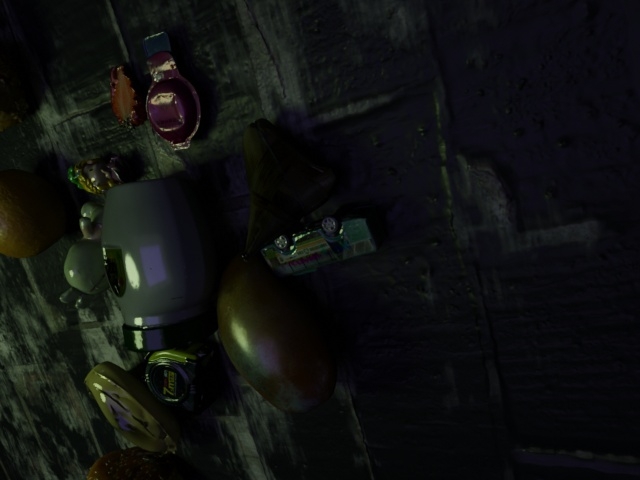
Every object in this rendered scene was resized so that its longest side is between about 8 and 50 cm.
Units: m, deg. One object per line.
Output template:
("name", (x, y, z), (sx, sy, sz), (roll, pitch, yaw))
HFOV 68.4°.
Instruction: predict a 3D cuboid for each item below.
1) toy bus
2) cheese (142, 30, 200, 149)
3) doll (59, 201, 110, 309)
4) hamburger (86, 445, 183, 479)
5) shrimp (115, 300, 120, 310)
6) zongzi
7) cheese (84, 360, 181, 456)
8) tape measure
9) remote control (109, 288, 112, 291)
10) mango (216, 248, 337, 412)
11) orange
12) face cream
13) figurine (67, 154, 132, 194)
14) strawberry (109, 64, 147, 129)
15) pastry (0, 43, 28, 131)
("toy bus", (0.000, 0.000, 0.973), (0.261, 0.091, 0.109), (-17, 106, 30))
("cheese", (-0.331, -0.322, 1.032), (0.155, 0.062, 0.245), (-5, 103, 25))
("doll", (-0.541, 0.025, 1.144), (0.113, 0.155, 0.275), (-6, 64, 22))
("hamburger", (-0.540, 0.721, 1.376), (0.285, 0.243, 0.147), (13, 111, 4))
("shrimp", (-0.495, 0.128, 1.275), (0.124, 0.034, 0.179), (23, 106, 14))
("zongzi", (-0.123, -0.104, 0.924), (0.221, 0.242, 0.112), (44, 162, 15))
("cheese", (-0.512, 0.477, 1.316), (0.315, 0.128, 0.260), (40, 153, 12))
("tape measure", (-0.367, 0.344, 1.245), (0.186, 0.112, 0.199), (10, 105, 14))
("remote control", (-0.503, 0.117, 1.222), (0.265, 0.066, 0.090), (34, 107, 8))
("mango", (-0.105, 0.200, 1.028), (0.221, 0.198, 0.384), (-33, 83, 48))
("orange", (-0.794, -0.071, 1.241), (0.236, 0.236, 0.237), (8, 110, 22))
("face cream", (-0.358, 0.047, 1.060), (0.312, 0.219, 0.358), (-2, 99, 47))
("figurine", (-0.548, -0.147, 1.179), (0.156, 0.095, 0.115), (-8, 126, 9))
("strawberry", (-0.444, -0.330, 1.093), (0.103, 0.048, 0.152), (-7, 90, 34))
("pastry", (-0.865, -0.402, 1.196), (0.310, 0.162, 0.255), (9, 121, 33))
